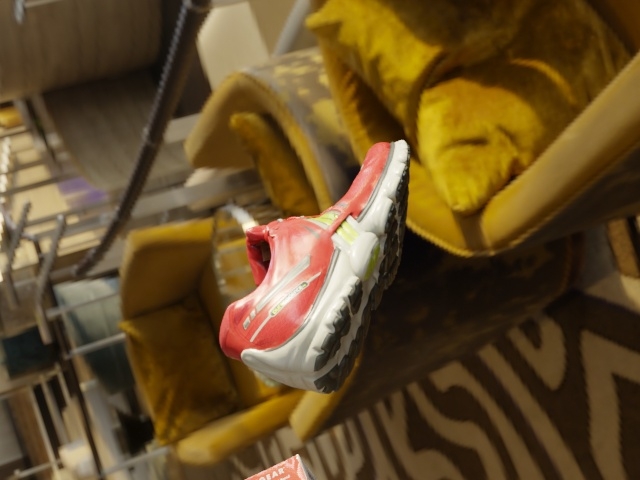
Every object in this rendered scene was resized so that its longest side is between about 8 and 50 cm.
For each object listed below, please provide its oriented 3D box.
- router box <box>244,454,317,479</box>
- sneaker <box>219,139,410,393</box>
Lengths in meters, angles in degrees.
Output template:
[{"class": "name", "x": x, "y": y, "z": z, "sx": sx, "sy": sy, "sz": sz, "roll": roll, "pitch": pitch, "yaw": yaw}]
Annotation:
[{"class": "router box", "x": 0.040, "y": 0.441, "z": 1.198, "sx": 0.335, "sy": 0.082, "sz": 0.301, "roll": 62, "pitch": -177, "yaw": -46}, {"class": "sneaker", "x": 0.000, "y": 0.000, "z": 0.911, "sx": 0.118, "sy": 0.279, "sz": 0.107, "roll": 14, "pitch": 132, "yaw": 14}]
